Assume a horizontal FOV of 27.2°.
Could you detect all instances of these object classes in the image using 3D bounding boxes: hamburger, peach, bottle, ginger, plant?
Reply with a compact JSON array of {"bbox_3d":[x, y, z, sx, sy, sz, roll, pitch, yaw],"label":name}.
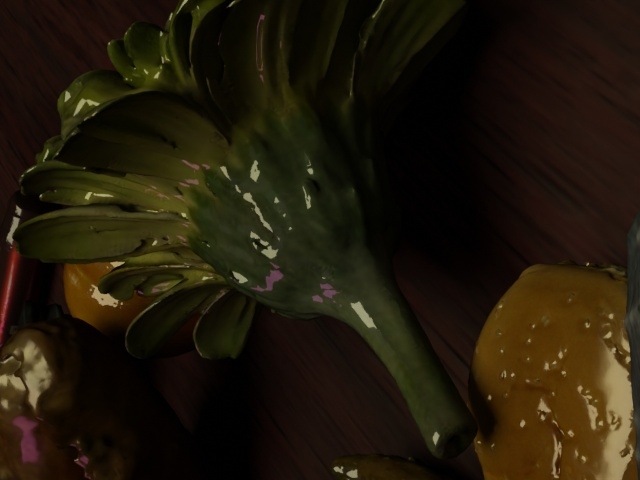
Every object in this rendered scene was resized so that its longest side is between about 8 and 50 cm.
[{"bbox_3d":[0.138,0.084,0.674,0.138,0.083,0.147,6,92,59],"label":"hamburger"},{"bbox_3d":[-0.126,0.023,1.009,0.138,0.138,0.138,1,91,55],"label":"peach"},{"bbox_3d":[-0.303,0.029,1.321,0.060,0.060,0.164,43,124,46],"label":"bottle"},{"bbox_3d":[-0.160,0.199,0.985,0.321,0.165,0.172,65,161,-14],"label":"ginger"},{"bbox_3d":[0.006,-0.038,0.765,0.297,0.261,0.306,22,149,23],"label":"plant"}]

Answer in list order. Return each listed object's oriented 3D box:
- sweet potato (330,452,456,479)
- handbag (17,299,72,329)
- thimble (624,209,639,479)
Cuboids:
[{"bbox_3d":[0.104,0.177,0.741,0.274,0.067,0.067,23,109,47],"label":"sweet potato"},{"bbox_3d":[-0.217,0.218,1.150,0.191,0.075,0.332,128,134,-80],"label":"handbag"},{"bbox_3d":[0.218,0.033,0.467,0.236,0.205,0.172,137,133,-76],"label":"thimble"}]
